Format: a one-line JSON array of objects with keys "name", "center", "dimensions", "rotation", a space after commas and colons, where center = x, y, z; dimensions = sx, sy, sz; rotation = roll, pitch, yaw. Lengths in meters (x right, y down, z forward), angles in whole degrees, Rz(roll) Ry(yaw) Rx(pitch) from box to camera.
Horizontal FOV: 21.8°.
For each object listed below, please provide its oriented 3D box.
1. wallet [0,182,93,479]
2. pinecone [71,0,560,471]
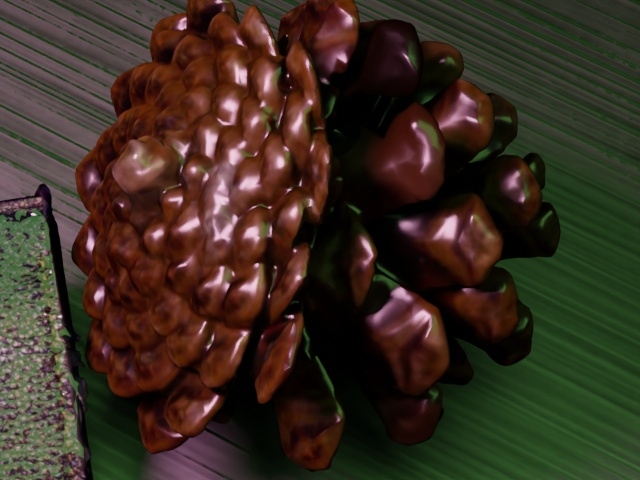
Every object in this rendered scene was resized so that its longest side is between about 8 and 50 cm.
[{"name": "wallet", "center": [-0.231, 0.110, 0.870], "dimensions": [0.221, 0.071, 0.262], "rotation": [-7, 76, -12]}, {"name": "pinecone", "center": [0.008, -0.003, 0.875], "dimensions": [0.264, 0.264, 0.264], "rotation": [2, 60, -4]}]
